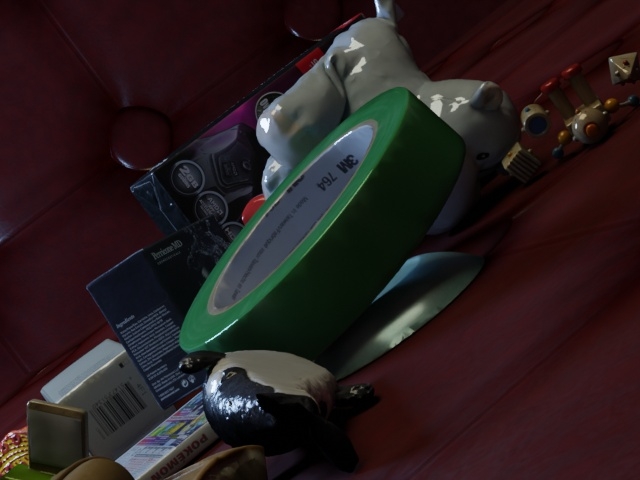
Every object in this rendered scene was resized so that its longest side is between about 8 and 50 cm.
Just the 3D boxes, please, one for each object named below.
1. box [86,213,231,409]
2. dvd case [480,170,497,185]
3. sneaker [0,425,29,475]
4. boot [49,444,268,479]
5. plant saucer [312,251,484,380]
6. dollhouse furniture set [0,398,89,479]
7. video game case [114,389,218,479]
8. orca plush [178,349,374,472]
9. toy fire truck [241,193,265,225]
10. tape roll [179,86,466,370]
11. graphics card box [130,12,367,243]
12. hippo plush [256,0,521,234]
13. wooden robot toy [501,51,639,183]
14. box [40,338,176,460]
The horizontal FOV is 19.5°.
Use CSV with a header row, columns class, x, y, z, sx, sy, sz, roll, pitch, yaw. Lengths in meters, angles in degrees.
class,x,y,z,sx,sy,sz,roll,pitch,yaw
box,-0.143,0.075,2.007,0.093,0.158,0.156,-33,-1,30
dvd case,0.056,-0.053,2.129,0.180,0.022,0.253,-39,32,-26
sneaker,-0.345,0.254,2.406,0.175,0.064,0.067,-31,-13,7
boot,-0.130,0.213,1.398,0.269,0.089,0.236,-32,18,38
plant saucer,0.059,0.059,1.679,0.195,0.037,0.195,-35,7,5
dollhouse furniture set,-0.341,0.233,1.617,0.198,0.151,0.301,10,21,20
video game case,-0.148,0.202,1.824,0.183,0.023,0.201,-38,6,-17
orca plush,-0.029,0.152,1.427,0.151,0.102,0.287,8,3,-20
toy fire truck,-0.045,0.031,1.995,0.047,0.192,0.135,-33,-21,24
tape roll,0.000,0.000,1.740,0.321,0.077,0.321,-47,12,13
graphics card box,-0.022,-0.085,2.284,0.371,0.233,0.094,-39,7,-25
hippo plush,0.100,-0.108,1.992,0.294,0.236,0.234,-55,-25,-20
wooden robot toy,0.250,-0.121,1.838,0.173,0.076,0.079,-36,17,11
box,-0.250,0.186,2.167,0.113,0.094,0.275,-37,6,-9
